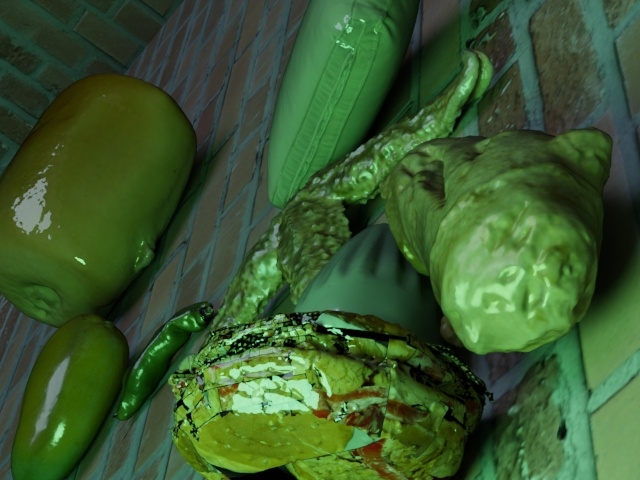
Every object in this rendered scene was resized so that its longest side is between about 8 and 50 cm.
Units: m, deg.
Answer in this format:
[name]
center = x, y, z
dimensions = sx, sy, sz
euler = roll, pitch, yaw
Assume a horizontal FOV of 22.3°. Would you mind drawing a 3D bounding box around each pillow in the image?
[pillow]
center = 0.028, -0.207, 1.832
dimensions = 0.322, 0.119, 0.255
euler = 113, 175, -48

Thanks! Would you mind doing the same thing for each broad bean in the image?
[broad bean]
center = -0.194, 0.138, 2.000
dimensions = 0.195, 0.046, 0.061
euler = -48, 15, 18

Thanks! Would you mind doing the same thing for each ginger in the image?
[ginger]
center = 0.131, -0.015, 1.245
dimensions = 0.190, 0.126, 0.354
euler = -57, 17, 1

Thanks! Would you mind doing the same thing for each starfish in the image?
[starfish]
center = 0.000, 0.000, 1.681
dimensions = 0.432, 0.082, 0.324
euler = -32, 24, 48

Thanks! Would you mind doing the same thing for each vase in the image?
[vase]
center = 0.045, 0.057, 1.362
dimensions = 0.128, 0.128, 0.248
euler = -48, 8, 21

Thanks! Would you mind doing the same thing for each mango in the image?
[mango]
center = -0.336, 0.210, 2.130
dimensions = 0.156, 0.114, 0.251
euler = -24, 33, 48

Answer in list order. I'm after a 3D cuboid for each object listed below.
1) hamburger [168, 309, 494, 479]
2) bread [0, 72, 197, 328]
[hamburger]
center = 0.008, 0.131, 1.156
dimensions = 0.231, 0.231, 0.107
euler = -34, 37, 51
[bread]
center = -0.369, -0.069, 2.543
dimensions = 0.376, 0.253, 0.348
euler = -61, 13, -25
